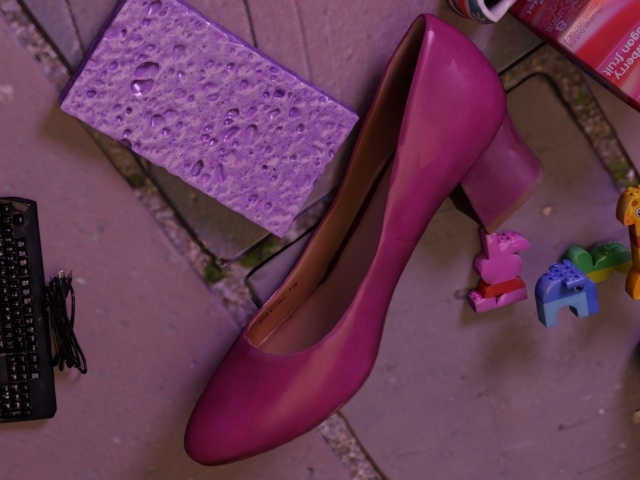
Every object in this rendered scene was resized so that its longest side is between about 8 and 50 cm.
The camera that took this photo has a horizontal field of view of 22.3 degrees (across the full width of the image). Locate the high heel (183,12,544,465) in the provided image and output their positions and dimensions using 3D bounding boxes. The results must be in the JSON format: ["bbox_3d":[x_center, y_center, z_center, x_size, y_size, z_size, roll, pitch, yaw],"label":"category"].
[{"bbox_3d":[0.000,0.000,1.257,0.377,0.127,0.181,-47,125,-10],"label":"high heel"}]

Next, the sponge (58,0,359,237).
[{"bbox_3d":[-0.084,-0.101,1.249,0.210,0.031,0.117,31,100,-23],"label":"sponge"}]

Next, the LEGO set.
[{"bbox_3d":[0.237,-0.002,1.343,0.227,0.087,0.093,-16,114,-10],"label":"LEGO set"}]

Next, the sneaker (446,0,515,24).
[{"bbox_3d":[0.161,-0.232,1.238,0.057,0.075,0.161,31,100,-23],"label":"sneaker"}]

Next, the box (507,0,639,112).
[{"bbox_3d":[0.279,-0.234,1.243,0.128,0.123,0.257,33,99,-24],"label":"box"}]

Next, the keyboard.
[{"bbox_3d":[-0.236,0.058,1.267,0.100,0.038,0.192,-8,113,-12],"label":"keyboard"}]
